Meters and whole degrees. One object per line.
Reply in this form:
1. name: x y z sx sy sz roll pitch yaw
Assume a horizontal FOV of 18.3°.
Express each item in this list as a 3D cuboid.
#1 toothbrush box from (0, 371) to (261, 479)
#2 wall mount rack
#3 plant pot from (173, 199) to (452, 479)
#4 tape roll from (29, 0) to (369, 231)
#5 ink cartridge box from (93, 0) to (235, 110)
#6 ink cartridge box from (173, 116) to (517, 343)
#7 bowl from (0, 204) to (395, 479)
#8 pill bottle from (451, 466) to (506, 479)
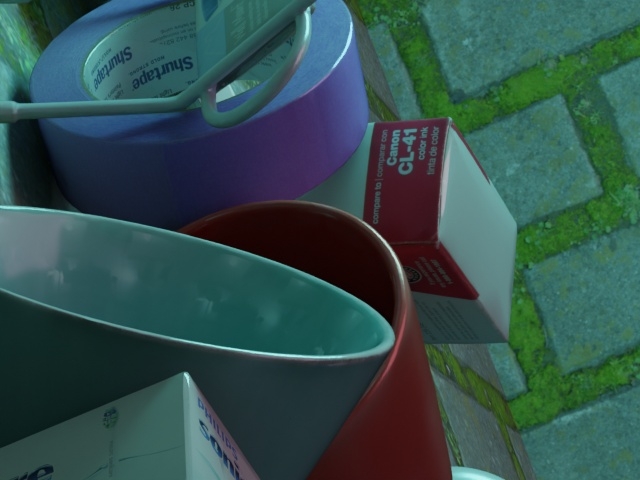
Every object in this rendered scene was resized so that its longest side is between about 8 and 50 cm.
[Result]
1. toothbrush box: -0.131 0.234 1.000 0.295 0.216 0.126 -100 163 -54
2. wall mount rack: -0.127 -0.203 1.611 0.130 0.304 0.350 44 21 -27
3. plant pot: -0.024 0.145 1.544 0.243 0.275 0.275 60 13 -44
4. tape roll: -0.101 -0.123 1.668 0.275 0.275 0.090 -97 176 -54
5. ink cartridge box: -0.150 -0.206 1.930 0.296 0.066 0.261 64 -14 -14
6. ink cartridge box: 0.000 0.000 1.773 0.226 0.306 0.131 50 44 -58
7. bowl: -0.124 0.095 1.237 0.311 0.312 0.163 -47 152 -78
8. pill bottle: 0.124 0.328 1.731 0.323 0.182 0.181 72 1 -63
